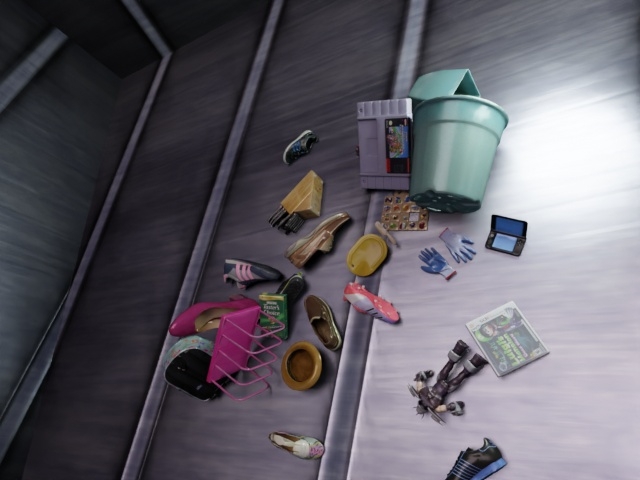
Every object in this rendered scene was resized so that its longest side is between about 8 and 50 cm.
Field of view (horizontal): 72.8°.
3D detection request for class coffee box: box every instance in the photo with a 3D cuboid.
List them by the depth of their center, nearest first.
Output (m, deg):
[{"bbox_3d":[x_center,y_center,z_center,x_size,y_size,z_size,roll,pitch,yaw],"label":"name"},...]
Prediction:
[{"bbox_3d":[-0.194,0.309,1.788,0.113,0.040,0.184,3,100,18],"label":"coffee box"}]

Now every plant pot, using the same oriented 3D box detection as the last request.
[{"bbox_3d":[0.473,-0.289,1.574,0.342,0.341,0.333,7,80,33],"label":"plant pot"},{"bbox_3d":[0.493,-0.591,1.793,0.234,0.165,0.165,25,82,44],"label":"plant pot"}]

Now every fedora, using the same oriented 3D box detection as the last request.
[{"bbox_3d":[-0.060,0.485,1.667,0.195,0.079,0.194,-18,55,28],"label":"fedora"}]

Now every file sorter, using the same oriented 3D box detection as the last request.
[{"bbox_3d":[-0.281,0.438,1.689,0.182,0.202,0.290,25,107,31],"label":"file sorter"}]

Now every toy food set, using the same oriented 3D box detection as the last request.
[{"bbox_3d":[0.201,0.045,1.731,0.128,0.071,0.218,43,95,13],"label":"toy food set"}]

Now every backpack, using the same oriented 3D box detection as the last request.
[{"bbox_3d":[-0.523,0.520,1.822,0.225,0.254,0.191,-48,33,5],"label":"backpack"}]

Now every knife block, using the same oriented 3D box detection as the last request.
[{"bbox_3d":[-0.120,-0.169,2.001,0.242,0.088,0.275,-6,66,28],"label":"knife block"}]

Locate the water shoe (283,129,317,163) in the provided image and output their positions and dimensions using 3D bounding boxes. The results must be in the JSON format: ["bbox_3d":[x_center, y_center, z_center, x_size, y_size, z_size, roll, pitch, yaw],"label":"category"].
[{"bbox_3d":[-0.101,-0.453,2.133,0.203,0.073,0.080,-49,55,3],"label":"water shoe"}]

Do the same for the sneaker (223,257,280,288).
[{"bbox_3d":[-0.313,0.164,1.968,0.319,0.112,0.130,11,91,37],"label":"sneaker"}]

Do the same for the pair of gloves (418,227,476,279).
[{"bbox_3d":[0.460,0.052,1.593,0.198,0.023,0.159,-45,51,4],"label":"pair of gloves"}]

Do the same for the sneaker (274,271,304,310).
[{"bbox_3d":[-0.151,0.234,1.857,0.234,0.084,0.097,-46,19,10],"label":"sneaker"}]

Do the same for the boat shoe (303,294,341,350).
[{"bbox_3d":[-0.002,0.308,1.703,0.095,0.095,0.257,-41,54,8],"label":"boat shoe"}]

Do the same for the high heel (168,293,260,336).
[{"bbox_3d":[-0.427,0.328,1.814,0.378,0.127,0.181,-24,33,-35],"label":"high heel"}]

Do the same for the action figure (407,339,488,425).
[{"bbox_3d":[0.403,0.462,1.395,0.185,0.099,0.285,43,97,30],"label":"action figure"}]

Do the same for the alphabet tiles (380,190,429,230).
[{"bbox_3d":[0.349,-0.149,1.762,0.199,0.009,0.237,0,68,31],"label":"alphabet tiles"}]

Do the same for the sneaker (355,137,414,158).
[{"bbox_3d":[0.303,-0.412,1.850,0.300,0.120,0.112,7,43,26],"label":"sneaker"}]

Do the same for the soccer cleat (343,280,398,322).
[{"bbox_3d":[0.187,0.248,1.641,0.248,0.083,0.095,34,117,32],"label":"soccer cleat"}]

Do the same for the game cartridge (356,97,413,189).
[{"bbox_3d":[0.262,-0.383,1.755,0.230,0.068,0.354,8,111,37],"label":"game cartridge"}]

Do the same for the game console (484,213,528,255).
[{"bbox_3d":[0.635,-0.019,1.490,0.122,0.071,0.107,18,78,36],"label":"game console"}]

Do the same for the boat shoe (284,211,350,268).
[{"bbox_3d":[0.000,0.000,1.850,0.324,0.123,0.116,-37,87,1],"label":"boat shoe"}]

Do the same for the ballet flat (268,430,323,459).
[{"bbox_3d":[-0.098,0.739,1.570,0.222,0.079,0.076,2,68,31],"label":"ballet flat"}]

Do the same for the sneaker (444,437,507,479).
[{"bbox_3d":[0.429,0.679,1.288,0.232,0.081,0.090,-34,52,5],"label":"sneaker"}]

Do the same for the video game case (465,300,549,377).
[{"bbox_3d":[0.587,0.309,1.376,0.173,0.022,0.190,-28,56,4],"label":"video game case"}]
